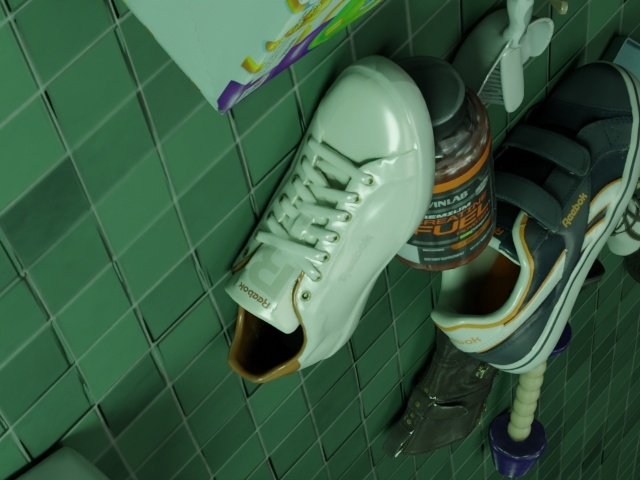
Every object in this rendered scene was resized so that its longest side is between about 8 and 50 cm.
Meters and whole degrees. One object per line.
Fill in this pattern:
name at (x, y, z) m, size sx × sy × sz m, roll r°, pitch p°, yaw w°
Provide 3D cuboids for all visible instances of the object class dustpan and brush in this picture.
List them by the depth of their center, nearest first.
dustpan and brush at (0.156, -0.161, 1.240) m, size 0.147 × 0.060 × 0.211 m, roll -46°, pitch 153°, yaw -18°

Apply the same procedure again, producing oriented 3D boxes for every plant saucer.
plant saucer at (0.339, -0.179, 1.587) m, size 0.192 × 0.018 × 0.067 m, roll 6°, pitch 116°, yaw -61°

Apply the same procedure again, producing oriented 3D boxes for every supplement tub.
supplement tub at (0.088, -0.063, 1.190) m, size 0.106 × 0.106 × 0.198 m, roll -47°, pitch 153°, yaw -17°

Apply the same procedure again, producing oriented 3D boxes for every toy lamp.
toy lamp at (0.259, 0.200, 1.832) m, size 0.080 × 0.080 × 0.274 m, roll -38°, pitch 150°, yaw -33°

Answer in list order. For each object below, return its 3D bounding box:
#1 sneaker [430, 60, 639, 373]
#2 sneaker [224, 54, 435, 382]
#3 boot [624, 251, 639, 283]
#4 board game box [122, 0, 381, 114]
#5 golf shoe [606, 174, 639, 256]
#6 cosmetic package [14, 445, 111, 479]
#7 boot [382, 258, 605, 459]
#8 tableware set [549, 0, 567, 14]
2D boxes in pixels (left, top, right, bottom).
sneaker at (0.208, -0.035, 1.400) m, size 0.127 × 0.126 × 0.321 m, roll 24°, pitch 85°, yaw -41°
sneaker at (0.000, 0.000, 1.109) m, size 0.123 × 0.106 × 0.290 m, roll -30°, pitch 146°, yaw -46°
boot at (0.495, -0.052, 1.963) m, size 0.208 × 0.076 × 0.189 m, roll -50°, pitch 157°, yaw -27°
board game box at (0.019, -0.216, 0.793) m, size 0.275 × 0.142 × 0.144 m, roll -39°, pitch 177°, yaw -30°
golf shoe at (0.326, -0.037, 1.686) m, size 0.094 × 0.077 × 0.198 m, roll -36°, pitch 143°, yaw -14°
cosmetic package at (-0.290, 0.369, 0.986) m, size 0.453 × 0.161 × 0.230 m, roll -34°, pitch 147°, yaw -36°
boot at (0.184, 0.119, 1.606) m, size 0.263 × 0.091 × 0.229 m, roll -18°, pitch 137°, yaw -37°
tableware set at (0.130, -0.240, 1.005) m, size 0.039 × 0.194 × 0.128 m, roll -3°, pitch 115°, yaw -8°
